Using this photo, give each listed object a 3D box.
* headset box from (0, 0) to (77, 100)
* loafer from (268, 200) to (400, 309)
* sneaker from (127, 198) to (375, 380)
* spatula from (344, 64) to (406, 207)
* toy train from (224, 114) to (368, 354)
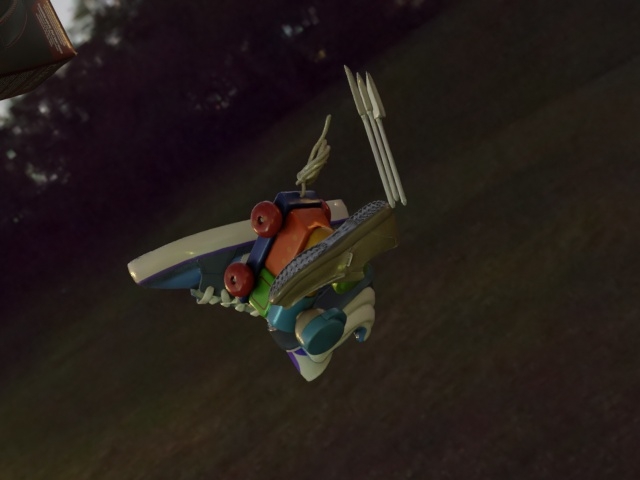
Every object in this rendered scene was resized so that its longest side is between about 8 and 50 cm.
[{"bbox_3d":[-0.400,-0.236,0.964,0.110,0.218,0.293,-22,5,43],"label":"headset box"},{"bbox_3d":[0.016,0.022,0.931,0.148,0.050,0.056,-37,14,3],"label":"loafer"},{"bbox_3d":[-0.077,0.090,1.329,0.322,0.236,0.130,-15,0,-19],"label":"sneaker"},{"bbox_3d":[0.100,-0.172,1.635,0.019,0.242,0.168,-19,-2,14],"label":"spatula"},{"bbox_3d":[0.000,0.000,1.113,0.105,0.143,0.248,-7,-49,-48],"label":"toy train"}]
